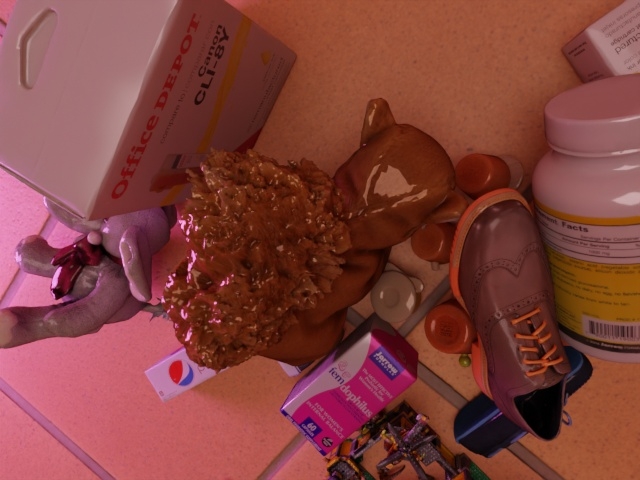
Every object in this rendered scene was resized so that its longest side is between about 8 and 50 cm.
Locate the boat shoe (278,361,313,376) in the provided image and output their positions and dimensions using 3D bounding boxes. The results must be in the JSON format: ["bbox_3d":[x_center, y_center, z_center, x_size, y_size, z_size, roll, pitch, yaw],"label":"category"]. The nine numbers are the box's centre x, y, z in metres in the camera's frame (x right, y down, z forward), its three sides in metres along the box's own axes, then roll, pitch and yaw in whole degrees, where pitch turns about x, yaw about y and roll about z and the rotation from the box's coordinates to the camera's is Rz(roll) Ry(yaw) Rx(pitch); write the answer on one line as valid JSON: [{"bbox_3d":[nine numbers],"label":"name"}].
[{"bbox_3d":[-0.081,0.134,0.836,0.076,0.080,0.228,-32,89,-1],"label":"boat shoe"}]

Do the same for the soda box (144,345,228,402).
[{"bbox_3d":[-0.222,0.222,0.884,0.216,0.069,0.073,-31,92,16],"label":"soda box"}]

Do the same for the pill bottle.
[{"bbox_3d":[0.377,-0.024,0.590,0.188,0.187,0.333,-13,119,15],"label":"pill bottle"}]

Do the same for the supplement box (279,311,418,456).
[{"bbox_3d":[0.052,0.244,0.804,0.111,0.114,0.220,45,105,3],"label":"supplement box"}]

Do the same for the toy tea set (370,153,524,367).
[{"bbox_3d":[0.236,0.030,0.742,0.200,0.124,0.335,42,112,34],"label":"toy tea set"}]

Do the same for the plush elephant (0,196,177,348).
[{"bbox_3d":[-0.362,0.015,0.785,0.330,0.271,0.255,10,119,-18],"label":"plush elephant"}]

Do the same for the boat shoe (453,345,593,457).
[{"bbox_3d":[0.336,0.266,0.762,0.089,0.109,0.258,40,123,-4],"label":"boat shoe"}]

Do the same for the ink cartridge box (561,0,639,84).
[{"bbox_3d":[0.500,-0.216,0.612,0.201,0.117,0.278,-35,92,16],"label":"ink cartridge box"}]

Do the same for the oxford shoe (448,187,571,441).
[{"bbox_3d":[0.259,0.104,0.586,0.130,0.132,0.363,-24,120,-2],"label":"oxford shoe"}]

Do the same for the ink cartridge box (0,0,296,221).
[{"bbox_3d":[-0.207,-0.200,0.637,0.161,0.385,0.279,32,106,6],"label":"ink cartridge box"}]

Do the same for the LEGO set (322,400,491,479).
[{"bbox_3d":[0.155,0.449,0.775,0.255,0.192,0.331,-37,90,16],"label":"LEGO set"}]

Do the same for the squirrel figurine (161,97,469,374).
[{"bbox_3d":[0.000,0.000,0.617,0.371,0.397,0.280,-36,79,27],"label":"squirrel figurine"}]
